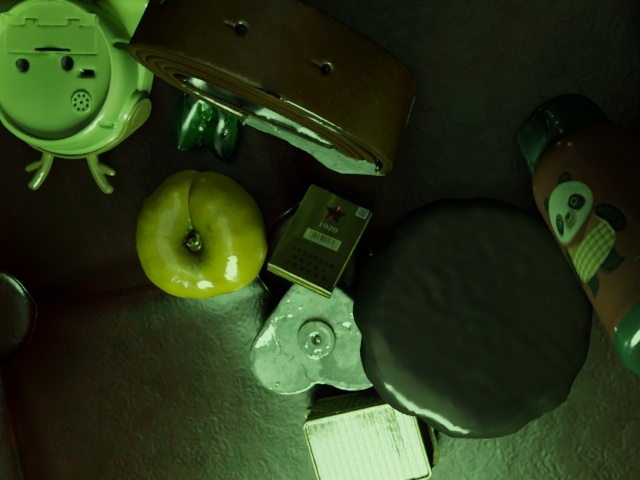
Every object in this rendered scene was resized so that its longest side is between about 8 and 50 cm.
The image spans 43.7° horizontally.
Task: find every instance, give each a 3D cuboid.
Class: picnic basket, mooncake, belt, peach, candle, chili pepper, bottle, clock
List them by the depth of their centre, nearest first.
[{"bbox_3d":[0.317,-0.025,0.858,0.143,0.336,0.144,-9,136,-8],"label":"bottle"},{"bbox_3d":[-0.049,-0.192,0.937,0.338,0.217,0.122,24,84,-8],"label":"belt"},{"bbox_3d":[0.175,0.093,0.953,0.283,0.141,0.283,1,79,-3],"label":"mooncake"},{"bbox_3d":[0.065,0.260,1.044,0.164,0.079,0.115,-15,93,13],"label":"picnic basket"},{"bbox_3d":[-0.150,-0.212,1.046,0.098,0.061,0.224,-4,92,-2],"label":"chili pepper"},{"bbox_3d":[-0.156,-0.008,1.049,0.179,0.103,0.179,1,93,12],"label":"peach"},{"bbox_3d":[0.001,0.117,1.049,0.192,0.068,0.169,-7,93,9],"label":"candle"},{"bbox_3d":[-0.340,-0.218,1.068,0.235,0.096,0.308,3,98,11],"label":"clock"}]

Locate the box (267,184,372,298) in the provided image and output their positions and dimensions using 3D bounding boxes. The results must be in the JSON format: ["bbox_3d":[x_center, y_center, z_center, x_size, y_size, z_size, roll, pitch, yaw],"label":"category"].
[{"bbox_3d":[0.000,0.000,1.021,0.090,0.023,0.133,24,63,6],"label":"box"}]
